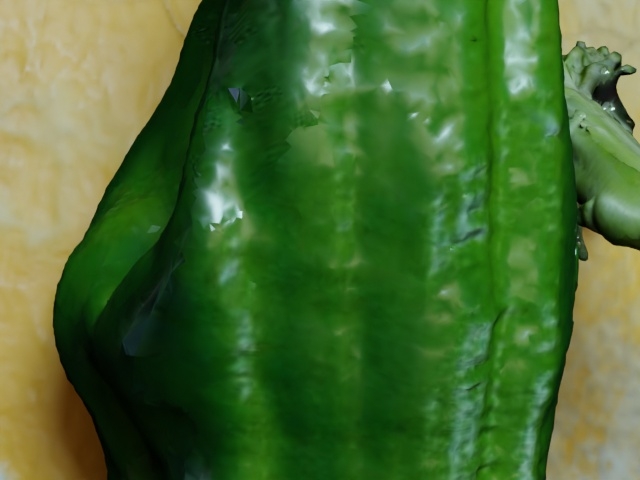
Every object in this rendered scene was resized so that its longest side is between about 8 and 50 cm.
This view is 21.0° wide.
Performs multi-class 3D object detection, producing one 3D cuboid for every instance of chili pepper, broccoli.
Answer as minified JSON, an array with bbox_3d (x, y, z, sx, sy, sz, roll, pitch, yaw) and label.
[{"bbox_3d":[-0.011,0.000,0.664,0.167,0.213,0.385,-6,103,-44],"label":"chili pepper"},{"bbox_3d":[0.106,-0.030,0.712,0.118,0.204,0.122,12,102,-22],"label":"broccoli"}]
